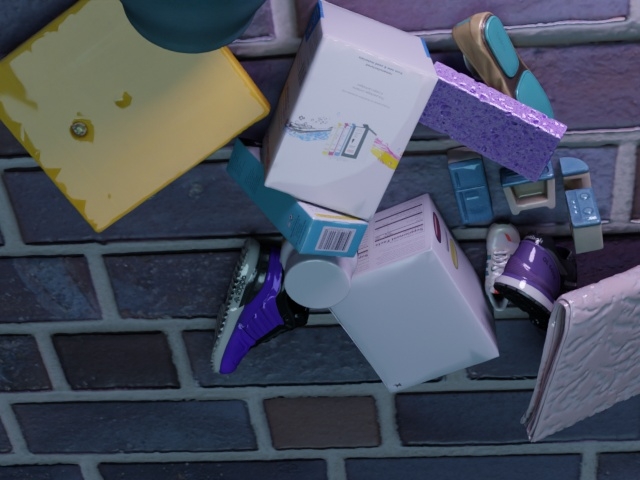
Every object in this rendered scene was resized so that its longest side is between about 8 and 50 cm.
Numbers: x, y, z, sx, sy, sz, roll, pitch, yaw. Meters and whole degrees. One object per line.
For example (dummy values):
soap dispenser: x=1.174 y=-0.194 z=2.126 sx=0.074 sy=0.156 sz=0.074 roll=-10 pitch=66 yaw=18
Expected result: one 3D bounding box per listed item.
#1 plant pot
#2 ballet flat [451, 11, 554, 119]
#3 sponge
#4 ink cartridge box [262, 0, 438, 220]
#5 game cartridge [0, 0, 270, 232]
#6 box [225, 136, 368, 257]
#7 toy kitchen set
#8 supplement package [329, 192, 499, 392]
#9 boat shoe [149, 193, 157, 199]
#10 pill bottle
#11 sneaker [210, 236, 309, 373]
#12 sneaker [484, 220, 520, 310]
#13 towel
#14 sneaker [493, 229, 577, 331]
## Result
plant pot: x=-0.157 y=-0.370 z=1.360 sx=0.272 sy=0.271 sz=0.255 roll=8 pitch=157 yaw=-4
ballet flat: x=0.264 y=-0.233 z=1.594 sx=0.073 sy=0.080 sz=0.232 roll=-3 pitch=133 yaw=43
sponge: x=0.242 y=-0.170 z=1.593 sx=0.210 sy=0.031 sz=0.117 roll=28 pitch=151 yaw=6
ink cartridge box: x=0.034 y=-0.181 z=1.545 sx=0.168 sy=0.171 sz=0.232 roll=18 pitch=116 yaw=-13
game cartridge: x=-0.281 y=-0.208 z=1.578 sx=0.324 sy=0.052 sz=0.285 roll=-34 pitch=108 yaw=10
box: x=-0.039 y=-0.065 z=1.611 sx=0.101 sy=0.244 sz=0.060 roll=5 pitch=119 yaw=-36
toy kitchen set: x=0.305 y=-0.061 z=1.658 sx=0.207 sy=0.166 sz=0.122 roll=-11 pitch=129 yaw=12
supplement package: x=0.145 y=0.090 z=1.807 sx=0.204 sy=0.145 sz=0.262 roll=-22 pitch=126 yaw=20
boat shoe: x=-0.261 y=-0.159 z=1.666 sx=0.081 sy=0.079 sz=0.227 roll=-1 pitch=126 yaw=10
pill bottle: x=0.000 y=0.000 z=1.698 sx=0.119 sy=0.208 sz=0.119 roll=1 pitch=130 yaw=2
sneaker: x=-0.096 y=0.133 z=1.883 sx=0.146 sy=0.102 sz=0.293 roll=14 pitch=129 yaw=-9
sneaker: x=0.299 y=0.045 z=1.805 sx=0.057 sy=0.075 sz=0.161 roll=1 pitch=130 yaw=2
towel: x=0.487 y=0.163 z=1.809 sx=0.332 sy=0.053 sz=0.316 roll=-18 pitch=136 yaw=-27
sneaker: x=0.395 y=0.079 z=1.810 sx=0.107 sy=0.124 sz=0.283 roll=20 pitch=168 yaw=38
